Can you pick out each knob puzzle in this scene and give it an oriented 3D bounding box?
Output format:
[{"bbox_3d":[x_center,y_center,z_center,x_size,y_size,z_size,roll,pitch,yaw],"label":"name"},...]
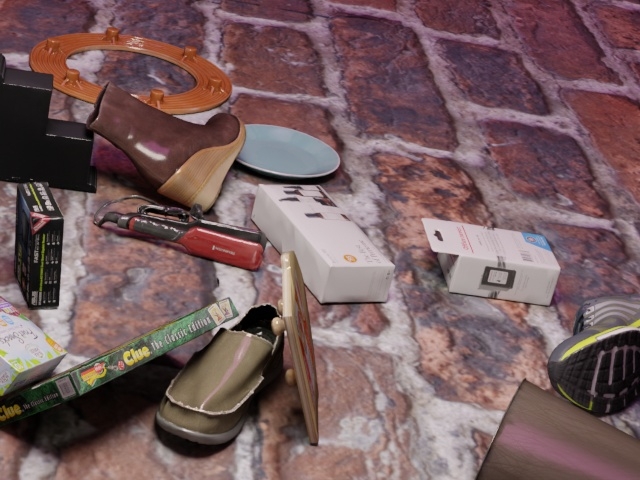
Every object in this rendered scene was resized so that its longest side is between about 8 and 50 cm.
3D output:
[{"bbox_3d":[-0.031,0.097,1.669,0.030,0.213,0.213,-9,25,4],"label":"knob puzzle"}]

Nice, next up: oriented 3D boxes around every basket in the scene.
[{"bbox_3d":[0.276,0.257,1.523,0.227,0.154,0.204,23,24,12],"label":"basket"}]

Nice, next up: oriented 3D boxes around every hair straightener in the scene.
[{"bbox_3d":[-0.182,-0.015,2.001,0.230,0.047,0.089,10,25,3],"label":"hair straightener"}]

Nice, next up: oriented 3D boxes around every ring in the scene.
[{"bbox_3d":[-0.309,-0.287,2.512,0.336,0.032,0.336,11,24,-5],"label":"ring"}]

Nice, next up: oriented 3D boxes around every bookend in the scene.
[{"bbox_3d":[-0.371,-0.158,2.063,0.156,0.157,0.072,7,26,-11],"label":"bookend"}]

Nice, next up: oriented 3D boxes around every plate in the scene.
[{"bbox_3d":[-0.064,-0.129,2.307,0.188,0.024,0.188,11,24,-5],"label":"plate"}]

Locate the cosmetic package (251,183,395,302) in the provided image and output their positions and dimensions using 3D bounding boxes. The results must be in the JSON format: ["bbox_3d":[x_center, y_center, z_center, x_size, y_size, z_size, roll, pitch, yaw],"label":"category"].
[{"bbox_3d":[0.000,0.000,2.024,0.099,0.060,0.239,-2,29,-27],"label":"cosmetic package"}]

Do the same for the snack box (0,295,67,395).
[{"bbox_3d":[-0.332,0.107,1.583,0.100,0.037,0.141,41,10,5],"label":"snack box"}]

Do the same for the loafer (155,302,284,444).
[{"bbox_3d":[-0.105,0.136,1.655,0.094,0.087,0.251,17,25,10],"label":"loafer"}]

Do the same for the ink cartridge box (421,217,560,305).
[{"bbox_3d":[0.223,0.028,2.071,0.180,0.060,0.104,8,26,-10],"label":"ink cartridge box"}]

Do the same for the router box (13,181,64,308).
[{"bbox_3d":[-0.330,0.005,1.780,0.038,0.122,0.092,-3,29,-22],"label":"router box"}]

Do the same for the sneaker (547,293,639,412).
[{"bbox_3d":[0.355,0.131,1.893,0.121,0.111,0.300,18,18,35],"label":"sneaker"}]

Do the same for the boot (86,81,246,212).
[{"bbox_3d":[-0.214,-0.163,2.143,0.207,0.090,0.248,39,29,-15],"label":"boot"}]

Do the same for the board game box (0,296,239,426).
[{"bbox_3d":[-0.212,0.125,1.603,0.136,0.030,0.259,-20,3,37],"label":"board game box"}]
